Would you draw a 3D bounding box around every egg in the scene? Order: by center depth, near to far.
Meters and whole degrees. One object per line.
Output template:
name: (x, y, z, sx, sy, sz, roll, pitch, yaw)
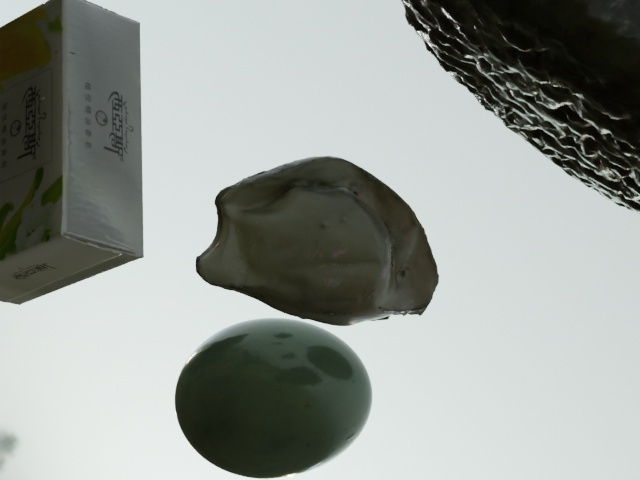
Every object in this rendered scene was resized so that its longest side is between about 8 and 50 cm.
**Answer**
egg: (-0.044, 0.146, 1.638, 0.149, 0.192, 0.149, -8, 90, -67)

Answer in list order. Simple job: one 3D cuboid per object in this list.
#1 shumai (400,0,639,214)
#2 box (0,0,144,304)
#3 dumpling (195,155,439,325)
shumai: (0.295, -0.228, 1.546, 0.395, 0.348, 0.395, 41, -8, 7)
box: (-0.276, -0.087, 1.753, 0.111, 0.194, 0.261, 20, 59, -43)
dumpling: (0.000, 0.000, 1.412, 0.118, 0.199, 0.136, -169, -97, -73)
